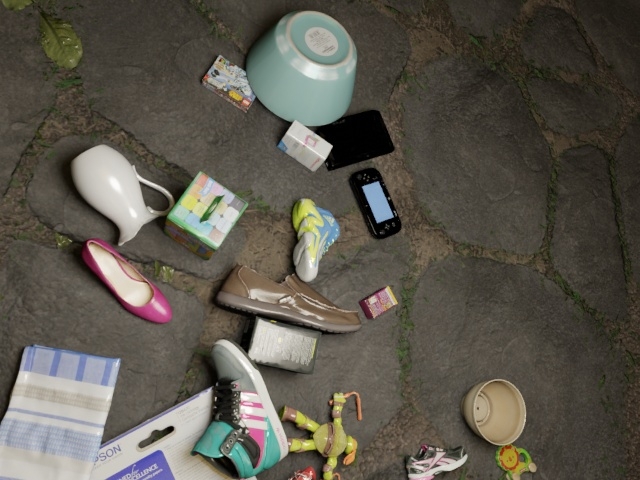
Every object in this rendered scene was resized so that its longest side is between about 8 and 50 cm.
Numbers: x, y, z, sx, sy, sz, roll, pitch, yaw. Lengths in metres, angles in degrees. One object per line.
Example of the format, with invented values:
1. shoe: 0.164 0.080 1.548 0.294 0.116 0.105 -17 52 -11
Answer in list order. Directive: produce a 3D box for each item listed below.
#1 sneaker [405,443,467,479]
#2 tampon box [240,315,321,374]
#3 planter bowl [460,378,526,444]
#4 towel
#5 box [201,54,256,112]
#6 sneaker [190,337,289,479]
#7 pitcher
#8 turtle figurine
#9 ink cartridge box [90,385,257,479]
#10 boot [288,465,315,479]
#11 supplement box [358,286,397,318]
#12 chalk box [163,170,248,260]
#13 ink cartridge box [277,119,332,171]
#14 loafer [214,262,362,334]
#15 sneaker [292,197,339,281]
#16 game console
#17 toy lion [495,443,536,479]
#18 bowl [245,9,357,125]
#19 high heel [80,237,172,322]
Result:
1. sneaker: 0.295 0.555 1.282 0.178 0.072 0.077 -10 71 -28
2. tampon box: -0.098 0.248 1.176 0.161 0.120 0.101 17 73 -16
3. planter bowl: 0.446 0.452 1.336 0.162 0.109 0.162 4 77 -20
4. towel: -0.536 0.363 1.000 0.209 0.034 0.285 9 73 3
5. box: -0.233 -0.415 1.328 0.137 0.027 0.094 31 68 -11
6. sneaker: -0.199 0.370 1.044 0.178 0.124 0.295 -26 90 -46
7. pitcher: -0.447 -0.118 1.143 0.178 0.125 0.207 -43 106 -44
8. turtle figurine: 0.001 0.480 1.177 0.217 0.087 0.269 18 72 -16
9. ink cartridge box: -0.305 0.521 1.070 0.304 0.072 0.307 -24 85 -22
10. boot: -0.103 0.540 1.065 0.244 0.088 0.176 42 61 -20
11. supplement box: 0.153 0.166 1.329 0.083 0.043 0.055 -26 88 -24
12. chalk box: -0.262 -0.056 1.134 0.132 0.213 0.132 35 68 -10
13. ink cartridge box: -0.042 -0.249 1.327 0.122 0.088 0.052 35 66 -10
14. loafer: -0.061 0.140 1.206 0.366 0.134 0.130 17 73 -16
15. sneaker: 0.000 0.000 1.263 0.126 0.091 0.240 13 55 -26
16. game console: 0.138 -0.183 1.404 0.213 0.044 0.361 -20 86 -23
17. toy lion: 0.533 0.605 1.379 0.100 0.034 0.096 -15 76 -23
18. bowl: -0.029 -0.479 1.322 0.312 0.163 0.311 7 67 -18
19. high heel: -0.419 0.090 1.095 0.082 0.117 0.244 -43 94 -23
